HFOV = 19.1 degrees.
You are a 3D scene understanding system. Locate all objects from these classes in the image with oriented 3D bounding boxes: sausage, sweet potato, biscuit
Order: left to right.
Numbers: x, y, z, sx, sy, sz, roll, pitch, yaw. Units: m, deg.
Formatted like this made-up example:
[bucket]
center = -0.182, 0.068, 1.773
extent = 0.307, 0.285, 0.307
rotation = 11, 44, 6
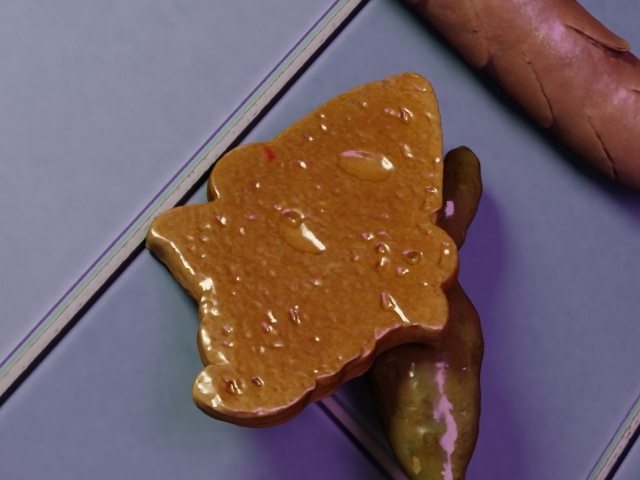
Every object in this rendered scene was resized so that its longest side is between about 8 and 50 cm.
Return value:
[biscuit]
center = 0.000, 0.000, 1.123
extent = 0.183, 0.043, 0.280
rotation = 25, 52, 5
[sweet potato]
center = 0.064, 0.050, 1.161
extent = 0.074, 0.075, 0.269
rotation = 23, 53, -25
[sausage]
center = 0.112, -0.164, 1.257
extent = 0.433, 0.088, 0.088
rotation = 40, 57, -15
